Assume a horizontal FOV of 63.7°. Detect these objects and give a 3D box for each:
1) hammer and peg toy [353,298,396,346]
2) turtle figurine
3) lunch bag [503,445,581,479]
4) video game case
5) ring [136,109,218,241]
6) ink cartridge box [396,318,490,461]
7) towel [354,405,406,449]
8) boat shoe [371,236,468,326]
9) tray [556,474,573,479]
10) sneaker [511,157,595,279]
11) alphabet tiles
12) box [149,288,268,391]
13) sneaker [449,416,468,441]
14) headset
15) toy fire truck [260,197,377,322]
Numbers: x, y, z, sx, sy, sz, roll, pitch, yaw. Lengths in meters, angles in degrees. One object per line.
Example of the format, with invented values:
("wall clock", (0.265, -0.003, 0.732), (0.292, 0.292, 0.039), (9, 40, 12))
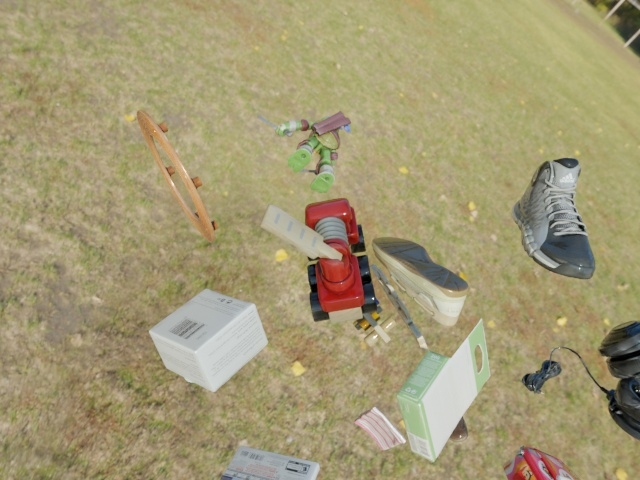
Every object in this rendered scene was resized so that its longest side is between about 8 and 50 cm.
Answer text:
("hammer and peg toy", (0.099, 0.190, 1.800), (0.361, 0.127, 0.266), (51, -2, -12))
("turtle figurine", (-0.043, -0.236, 1.440), (0.274, 0.198, 0.266), (-6, 35, 9))
("lunch bag", (0.572, 0.653, 1.243), (0.258, 0.120, 0.293), (31, 20, -25))
("video game case", (-0.125, 0.524, 1.066), (0.201, 0.023, 0.183), (2, 32, 25))
("ring", (-0.325, -0.147, 1.189), (0.032, 0.337, 0.337), (-30, 69, -18))
("ink cartridge box", (0.244, 0.278, 0.991), (0.056, 0.171, 0.235), (12, 43, 40))
("towel", (0.192, 0.619, 1.680), (0.144, 0.197, 0.029), (44, 60, 11))
("boat shoe", (0.201, 0.079, 1.128), (0.109, 0.098, 0.302), (-6, 26, -26))
("tray", (0.487, 0.477, 0.848), (0.270, 0.030, 0.145), (31, 17, -35))
("sneaker", (0.348, -0.050, 0.754), (0.086, 0.132, 0.229), (8, 29, -4))
("alphabet tiles", (0.236, 0.202, 1.562), (0.284, 0.021, 0.278), (59, 1, 33))
("box", (-0.253, 0.220, 1.175), (0.180, 0.119, 0.182), (10, 36, 39))
("sneaker", (0.320, 0.429, 1.333), (0.188, 0.066, 0.071), (-112, 178, -56))
("headset", (0.604, 0.278, 0.992), (0.185, 0.394, 0.244), (-15, 96, -33))
("toy fire truck", (0.000, 0.000, 0.900), (0.158, 0.246, 0.217), (-9, 49, 4))
